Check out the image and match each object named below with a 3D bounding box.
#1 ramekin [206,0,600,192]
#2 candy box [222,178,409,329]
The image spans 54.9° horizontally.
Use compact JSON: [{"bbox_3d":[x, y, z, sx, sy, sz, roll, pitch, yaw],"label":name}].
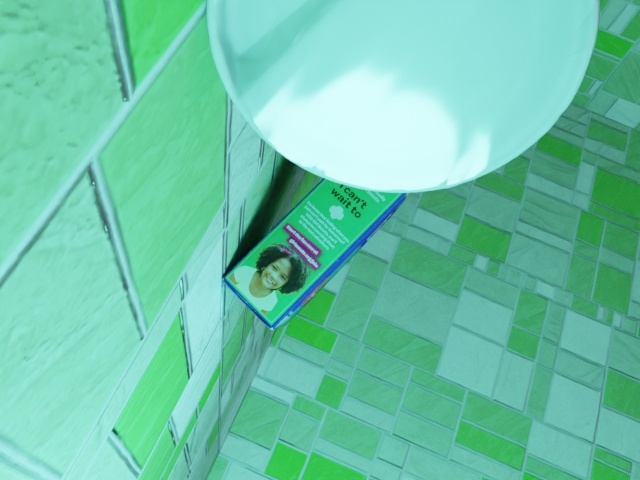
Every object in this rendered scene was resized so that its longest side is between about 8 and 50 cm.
[{"bbox_3d":[0.059,-0.178,0.470,0.273,0.273,0.127,110,-8,-46],"label":"ramekin"},{"bbox_3d":[0.000,0.000,1.058,0.317,0.122,0.268,-47,175,-4],"label":"candy box"}]
